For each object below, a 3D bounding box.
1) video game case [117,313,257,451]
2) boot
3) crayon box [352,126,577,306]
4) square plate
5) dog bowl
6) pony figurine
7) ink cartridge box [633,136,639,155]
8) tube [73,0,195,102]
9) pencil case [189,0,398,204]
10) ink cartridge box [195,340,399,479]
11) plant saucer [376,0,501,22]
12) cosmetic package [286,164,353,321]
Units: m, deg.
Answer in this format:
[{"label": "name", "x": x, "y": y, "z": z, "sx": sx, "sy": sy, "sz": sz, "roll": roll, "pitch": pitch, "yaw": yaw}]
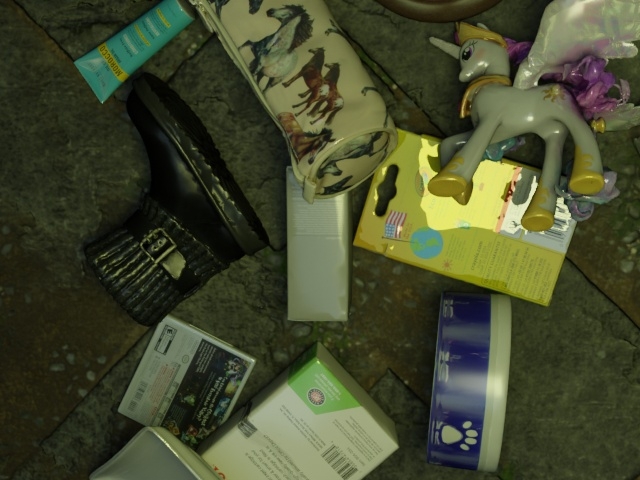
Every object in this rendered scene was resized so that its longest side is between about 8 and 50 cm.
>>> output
[{"label": "video game case", "x": -0.222, "y": 0.240, "z": 1.750, "sx": 0.173, "sy": 0.022, "sz": 0.190, "roll": 27, "pitch": 99, "yaw": 2}, {"label": "boot", "x": -0.271, "y": -0.059, "z": 1.655, "sx": 0.260, "sy": 0.131, "sz": 0.348, "roll": -30, "pitch": 95, "yaw": 9}, {"label": "crayon box", "x": 0.230, "y": -0.043, "z": 1.632, "sx": 0.318, "sy": 0.081, "sz": 0.202, "roll": 18, "pitch": 100, "yaw": 2}, {"label": "square plate", "x": -0.192, "y": 0.446, "z": 1.674, "sx": 0.347, "sy": 0.049, "sz": 0.344, "roll": 44, "pitch": 143, "yaw": -2}, {"label": "dog bowl", "x": 0.221, "y": 0.209, "z": 1.577, "sx": 0.104, "sy": 0.265, "sz": 0.265, "roll": 5, "pitch": 99, "yaw": 7}, {"label": "pony figurine", "x": 0.319, "y": -0.192, "z": 1.481, "sx": 0.351, "sy": 0.363, "sz": 0.303, "roll": 0, "pitch": 142, "yaw": 12}, {"label": "ink cartridge box", "x": 0.672, "y": -0.144, "z": 1.474, "sx": 0.384, "sy": 0.279, "sz": 0.160, "roll": -25, "pitch": 97, "yaw": 9}, {"label": "tube", "x": -0.293, "y": -0.310, "z": 1.666, "sx": 0.207, "sy": 0.052, "sz": 0.080, "roll": -35, "pitch": 83, "yaw": 15}, {"label": "pencil case", "x": -0.046, "y": -0.256, "z": 1.527, "sx": 0.183, "sy": 0.160, "sz": 0.410, "roll": -27, "pitch": 73, "yaw": -10}, {"label": "ink cartridge box", "x": -0.040, "y": 0.329, "z": 1.688, "sx": 0.273, "sy": 0.115, "sz": 0.198, "roll": -41, "pitch": 97, "yaw": 8}, {"label": "plant saucer", "x": 0.172, "y": -0.474, "z": 1.554, "sx": 0.310, "sy": 0.050, "sz": 0.311, "roll": 5, "pitch": 111, "yaw": 13}, {"label": "cosmetic package", "x": 0.000, "y": 0.000, "z": 1.640, "sx": 0.107, "sy": 0.127, "sz": 0.238, "roll": 3, "pitch": 97, "yaw": 4}]
